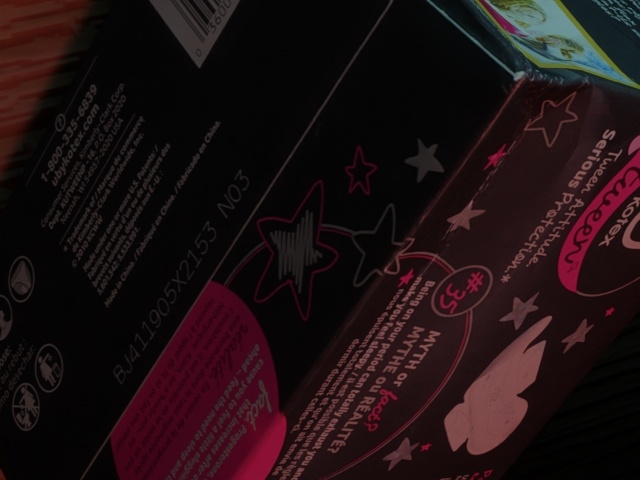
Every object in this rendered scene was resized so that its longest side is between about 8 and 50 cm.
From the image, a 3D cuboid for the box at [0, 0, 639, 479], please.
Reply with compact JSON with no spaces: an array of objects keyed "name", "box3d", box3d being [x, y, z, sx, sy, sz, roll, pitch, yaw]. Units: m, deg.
[{"name":"box","box3d":[0.000,0.000,0.518,0.142,0.163,0.247,5,129,-45]}]
